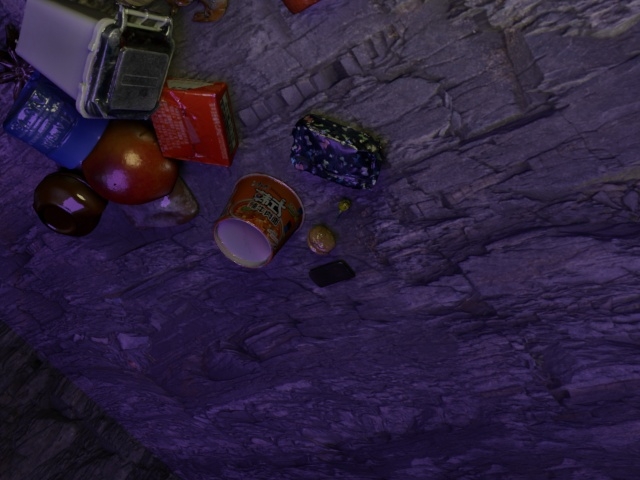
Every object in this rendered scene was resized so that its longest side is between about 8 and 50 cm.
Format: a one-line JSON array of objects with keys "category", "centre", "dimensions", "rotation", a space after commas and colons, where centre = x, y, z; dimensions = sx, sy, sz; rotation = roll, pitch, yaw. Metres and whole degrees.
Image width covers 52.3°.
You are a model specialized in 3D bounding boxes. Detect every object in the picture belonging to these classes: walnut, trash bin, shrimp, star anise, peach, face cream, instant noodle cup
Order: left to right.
[{"category": "star anise", "centre": [-0.890, -0.517, 1.983], "dimensions": [0.288, 0.088, 0.288], "rotation": [6, 123, 10]}, {"category": "face cream", "centre": [-0.764, -0.366, 1.893], "dimensions": [0.225, 0.248, 0.249], "rotation": [32, 140, -32]}, {"category": "trash bin", "centre": [-0.586, -0.506, 1.690], "dimensions": [0.368, 0.256, 0.295], "rotation": [32, 114, 23]}, {"category": "peach", "centre": [-0.578, -0.220, 1.990], "dimensions": [0.275, 0.245, 0.248], "rotation": [32, 146, -5]}, {"category": "shrimp", "centre": [-0.313, -0.598, 1.636], "dimensions": [0.188, 0.051, 0.132], "rotation": [-10, 126, 38]}, {"category": "instant noodle cup", "centre": [-0.198, -0.051, 1.975], "dimensions": [0.251, 0.192, 0.250], "rotation": [14, 134, 16]}, {"category": "walnut", "centre": [0.000, 0.000, 2.003], "dimensions": [0.096, 0.082, 0.079], "rotation": [41, 165, -1]}]

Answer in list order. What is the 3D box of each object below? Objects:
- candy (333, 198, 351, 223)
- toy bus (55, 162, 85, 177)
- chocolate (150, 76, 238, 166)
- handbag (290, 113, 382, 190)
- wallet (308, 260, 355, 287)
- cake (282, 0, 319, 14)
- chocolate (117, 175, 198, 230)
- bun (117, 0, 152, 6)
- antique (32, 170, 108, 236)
[{"category": "candy", "centre": [0.059, -0.083, 1.938], "dimensions": [0.035, 0.035, 0.123], "rotation": [37, 146, 7]}, {"category": "toy bus", "centre": [-0.767, -0.246, 2.124], "dimensions": [0.142, 0.142, 0.202], "rotation": [12, 134, 18]}, {"category": "chocolate", "centre": [-0.357, -0.342, 1.855], "dimensions": [0.235, 0.108, 0.237], "rotation": [10, 131, 20]}, {"category": "handbag", "centre": [0.040, -0.233, 1.747], "dimensions": [0.260, 0.113, 0.162], "rotation": [20, 129, 11]}, {"category": "wallet", "centre": [0.035, 0.110, 2.128], "dimensions": [0.157, 0.018, 0.082], "rotation": [-22, 117, 39]}, {"category": "cake", "centre": [-0.005, -0.606, 1.382], "dimensions": [0.283, 0.177, 0.151], "rotation": [-17, 120, 39]}, {"category": "chocolate", "centre": [-0.559, -0.110, 2.181], "dimensions": [0.303, 0.100, 0.185], "rotation": [-7, 130, 33]}, {"category": "bun", "centre": [-0.500, -0.668, 1.613], "dimensions": [0.223, 0.127, 0.222], "rotation": [12, 135, 12]}, {"category": "antique", "centre": [-0.802, -0.109, 2.073], "dimensions": [0.278, 0.129, 0.223], "rotation": [-5, 133, 31]}]
